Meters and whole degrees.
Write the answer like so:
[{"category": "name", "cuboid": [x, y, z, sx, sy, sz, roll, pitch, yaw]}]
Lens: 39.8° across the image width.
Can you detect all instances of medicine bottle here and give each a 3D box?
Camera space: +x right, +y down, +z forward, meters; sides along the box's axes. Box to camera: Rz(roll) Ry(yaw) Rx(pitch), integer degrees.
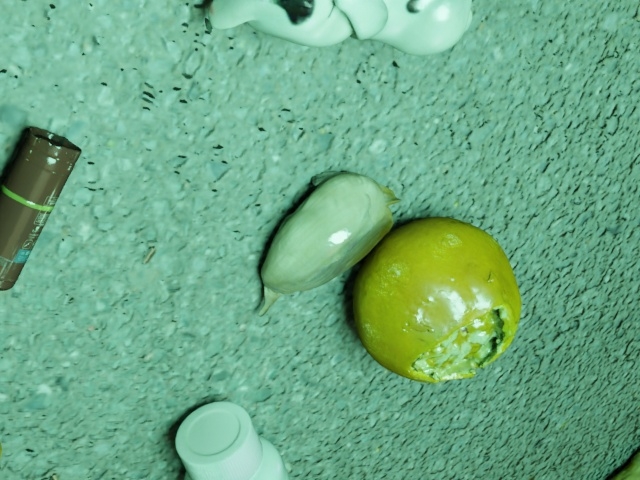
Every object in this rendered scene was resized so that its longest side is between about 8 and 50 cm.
[{"category": "medicine bottle", "cuboid": [-0.064, 0.259, 0.824, 0.095, 0.095, 0.260, -29, 128, -17]}]

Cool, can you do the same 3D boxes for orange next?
[{"category": "orange", "cuboid": [0.106, 0.055, 0.787, 0.155, 0.134, 0.154, -12, 116, -27]}]

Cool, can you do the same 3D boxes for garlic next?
[{"category": "garlic", "cuboid": [0.004, 0.003, 0.729, 0.152, 0.066, 0.084, -39, 134, -11]}]

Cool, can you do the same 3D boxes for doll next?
[{"category": "doll", "cuboid": [0.024, -0.184, 0.602, 0.181, 0.107, 0.110, -7, 112, -31]}]

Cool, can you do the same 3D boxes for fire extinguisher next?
[{"category": "fire extinguisher", "cuboid": [-0.206, -0.011, 0.591, 0.039, 0.056, 0.132, 27, 98, -14]}]

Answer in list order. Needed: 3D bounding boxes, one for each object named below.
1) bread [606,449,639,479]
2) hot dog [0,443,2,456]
[{"category": "bread", "cuboid": [0.456, 0.409, 1.240, 0.244, 0.134, 0.244, -18, 129, -24]}, {"category": "hot dog", "cuboid": [-0.325, 0.114, 0.576, 0.104, 0.076, 0.250, -40, 131, 19]}]
